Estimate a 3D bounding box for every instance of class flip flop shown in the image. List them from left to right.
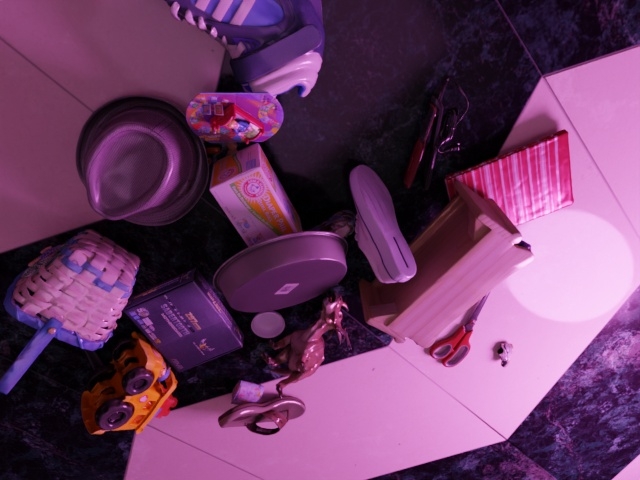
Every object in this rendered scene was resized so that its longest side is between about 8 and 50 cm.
[{"bbox_3d":[-0.151,0.491,1.130,0.277,0.080,0.112,19,120,-48],"label":"flip flop"}]

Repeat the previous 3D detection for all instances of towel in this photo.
[{"bbox_3d":[0.428,-0.113,0.928,0.275,0.031,0.198,-21,122,7],"label":"towel"}]

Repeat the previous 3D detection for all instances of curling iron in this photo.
[{"bbox_3d":[-0.543,0.357,1.072,0.068,0.035,0.273,-26,117,-13],"label":"curling iron"}]

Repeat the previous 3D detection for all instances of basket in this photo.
[{"bbox_3d":[-0.510,0.130,0.829,0.201,0.255,0.288,34,91,-24],"label":"basket"}]

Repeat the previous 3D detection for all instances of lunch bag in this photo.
[{"bbox_3d":[-0.200,0.416,1.136,0.071,0.053,0.083,18,127,-16],"label":"lunch bag"}]

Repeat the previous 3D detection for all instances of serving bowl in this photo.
[{"bbox_3d":[-0.132,0.206,1.039,0.084,0.027,0.083,-3,119,-6],"label":"serving bowl"}]

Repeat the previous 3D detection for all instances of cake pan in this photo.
[{"bbox_3d":[-0.073,0.077,0.867,0.294,0.054,0.293,-16,155,-7],"label":"cake pan"}]

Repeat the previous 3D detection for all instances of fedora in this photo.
[{"bbox_3d":[-0.343,-0.126,0.761,0.275,0.124,0.244,-42,110,17],"label":"fedora"}]

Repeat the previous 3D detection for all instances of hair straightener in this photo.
[{"bbox_3d":[0.243,-0.212,0.847,0.089,0.047,0.230,7,114,-11],"label":"hair straightener"}]

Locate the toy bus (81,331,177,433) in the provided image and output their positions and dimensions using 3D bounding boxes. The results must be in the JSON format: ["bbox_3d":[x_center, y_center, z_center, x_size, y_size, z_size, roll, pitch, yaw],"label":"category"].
[{"bbox_3d":[-0.438,0.364,1.027,0.220,0.149,0.211,-53,134,0],"label":"toy bus"}]

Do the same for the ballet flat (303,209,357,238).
[{"bbox_3d":[0.000,0.000,0.919,0.188,0.070,0.070,-38,117,14],"label":"ballet flat"}]

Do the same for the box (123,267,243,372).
[{"bbox_3d":[-0.320,0.197,0.992,0.184,0.059,0.232,-23,120,5],"label":"box"}]

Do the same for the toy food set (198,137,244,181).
[{"bbox_3d":[-0.205,-0.176,0.821,0.078,0.019,0.122,32,119,-22],"label":"toy food set"}]

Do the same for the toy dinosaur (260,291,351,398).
[{"bbox_3d":[-0.026,0.283,1.053,0.201,0.127,0.295,-16,147,-39],"label":"toy dinosaur"}]

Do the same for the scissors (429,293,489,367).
[{"bbox_3d":[0.413,0.238,1.133,0.109,0.021,0.297,26,112,-17],"label":"scissors"}]

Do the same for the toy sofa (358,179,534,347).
[{"bbox_3d":[0.264,0.065,0.923,0.177,0.150,0.362,29,117,-21],"label":"toy sofa"}]

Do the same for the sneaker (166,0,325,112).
[{"bbox_3d":[-0.152,-0.328,0.675,0.324,0.130,0.235,-3,116,-12],"label":"sneaker"}]

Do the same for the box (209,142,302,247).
[{"bbox_3d":[-0.122,-0.070,0.824,0.103,0.114,0.203,-23,125,7],"label":"box"}]

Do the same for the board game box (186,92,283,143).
[{"bbox_3d":[-0.148,-0.202,0.730,0.169,0.033,0.133,-4,157,-12],"label":"board game box"}]

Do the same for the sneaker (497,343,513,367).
[{"bbox_3d":[0.529,0.330,1.194,0.037,0.032,0.083,5,115,6],"label":"sneaker"}]

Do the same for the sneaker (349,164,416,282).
[{"bbox_3d":[0.106,-0.028,0.860,0.094,0.257,0.091,-12,170,-43],"label":"sneaker"}]
